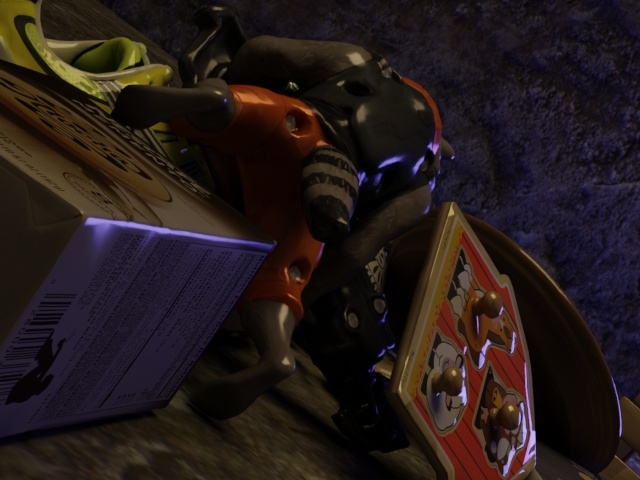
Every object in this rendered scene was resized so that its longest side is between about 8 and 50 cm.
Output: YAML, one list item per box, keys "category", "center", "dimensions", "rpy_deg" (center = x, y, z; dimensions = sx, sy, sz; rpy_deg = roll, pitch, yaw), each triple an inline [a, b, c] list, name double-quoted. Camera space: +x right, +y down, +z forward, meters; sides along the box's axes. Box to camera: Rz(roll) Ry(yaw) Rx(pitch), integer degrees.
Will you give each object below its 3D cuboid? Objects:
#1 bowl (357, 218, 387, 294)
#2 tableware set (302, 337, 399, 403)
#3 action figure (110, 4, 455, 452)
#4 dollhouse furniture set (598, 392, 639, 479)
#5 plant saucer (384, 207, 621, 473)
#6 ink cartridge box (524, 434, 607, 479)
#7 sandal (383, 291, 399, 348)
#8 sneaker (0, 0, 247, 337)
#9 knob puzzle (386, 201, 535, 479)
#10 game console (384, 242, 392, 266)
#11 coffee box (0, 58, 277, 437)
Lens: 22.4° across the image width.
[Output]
- category: "bowl"
  center: [0.000, 0.000, 1.446]
  dimensions: [0.170, 0.080, 0.170]
  rpy_deg: [29, -28, 17]
- category: "tableware set"
  center: [0.034, 0.109, 1.347]
  dimensions: [0.128, 0.039, 0.194]
  rpy_deg: [22, 3, -16]
- category: "action figure"
  center: [0.014, -0.006, 1.065]
  dimensions: [0.341, 0.178, 0.330]
  rpy_deg: [64, 29, -9]
- category: "dollhouse furniture set"
  center: [0.323, 0.236, 1.597]
  dimensions: [0.123, 0.144, 0.151]
  rpy_deg: [43, -7, 21]
- category: "plant saucer"
  center: [0.147, 0.100, 1.416]
  dimensions: [0.278, 0.041, 0.278]
  rpy_deg: [42, -28, 28]
- category: "ink cartridge box"
  center: [0.262, 0.267, 1.226]
  dimensions: [0.303, 0.072, 0.307]
  rpy_deg: [34, 4, -11]
- category: "sandal"
  center: [0.092, 0.082, 1.744]
  dimensions: [0.265, 0.076, 0.102]
  rpy_deg: [22, -6, -43]
- category: "sneaker"
  center: [-0.130, -0.052, 1.142]
  dimensions: [0.384, 0.147, 0.145]
  rpy_deg: [32, 5, -43]
- category: "knob puzzle"
  center: [0.118, 0.098, 1.128]
  dimensions: [0.030, 0.213, 0.213]
  rpy_deg: [-9, -20, 30]
- category: "game console"
  center: [0.015, -0.081, 1.830]
  dimensions: [0.250, 0.173, 0.293]
  rpy_deg: [19, 3, -32]
- category: "coffee box"
  center: [-0.150, -0.006, 0.761]
  dimensions: [0.168, 0.119, 0.297]
  rpy_deg: [36, 6, 11]
